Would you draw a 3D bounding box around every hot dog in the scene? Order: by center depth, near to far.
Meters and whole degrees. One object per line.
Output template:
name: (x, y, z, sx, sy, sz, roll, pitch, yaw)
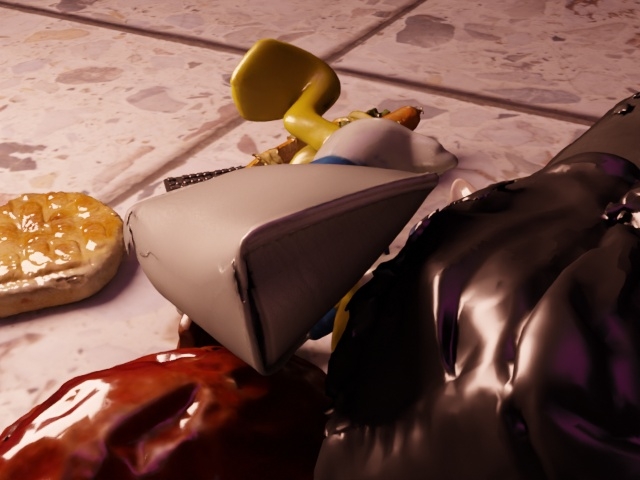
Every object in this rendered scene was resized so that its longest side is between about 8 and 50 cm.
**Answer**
hot dog: (0.021, -0.086, 0.992, 0.109, 0.072, 0.269, 40, 51, 24)

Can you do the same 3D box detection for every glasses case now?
glasses case: (-0.035, 0.004, 0.553, 0.128, 0.083, 0.308, -27, 14, -16)

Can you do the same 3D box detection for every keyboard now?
keyboard: (-0.076, -0.067, 1.029, 0.196, 0.015, 0.074, -10, 34, -13)

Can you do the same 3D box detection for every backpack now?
backpack: (0.223, 0.077, 0.501, 0.363, 0.255, 0.445, 43, 51, 6)

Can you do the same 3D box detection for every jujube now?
jujube: (-0.104, 0.166, 0.512, 0.290, 0.197, 0.197, -21, 38, -28)

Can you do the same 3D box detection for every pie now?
pie: (-0.289, 0.007, 0.894, 0.195, 0.046, 0.195, 0, 34, 0)

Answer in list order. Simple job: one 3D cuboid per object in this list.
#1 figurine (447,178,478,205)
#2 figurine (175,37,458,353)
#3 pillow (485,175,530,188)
figurine: (0.156, 0.039, 0.763, 0.155, 0.127, 0.235, -39, 43, -17)
figurine: (0.000, 0.000, 0.718, 0.283, 0.205, 0.338, -40, 33, -14)
pillow: (0.305, -0.018, 0.904, 0.212, 0.052, 0.208, -12, 37, -12)
